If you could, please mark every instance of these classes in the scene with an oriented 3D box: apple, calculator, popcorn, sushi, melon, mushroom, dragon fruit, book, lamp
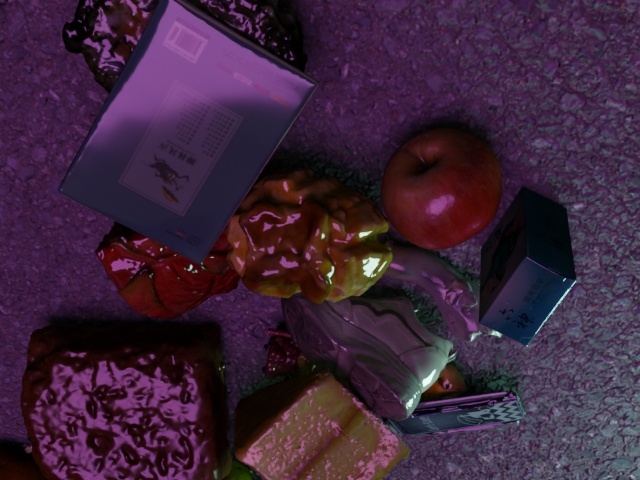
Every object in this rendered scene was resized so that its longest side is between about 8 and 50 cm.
[{"bbox_3d":[0.199,-0.085,1.494,0.210,0.209,0.164,-20,134,19],"label":"apple"},{"bbox_3d":[0.262,0.347,1.800,0.274,0.028,0.165,-10,150,14],"label":"calculator"},{"bbox_3d":[0.000,0.000,1.542,0.265,0.225,0.332,3,168,37],"label":"popcorn"},{"bbox_3d":[-0.191,-0.314,1.435,0.352,0.178,0.294,40,117,-16],"label":"sushi"},{"bbox_3d":[0.190,0.276,1.781,0.160,0.079,0.128,3,146,-16],"label":"melon"},{"bbox_3d":[-0.719,0.590,2.054,0.267,0.254,0.267,-1,93,-23],"label":"mushroom"},{"bbox_3d":[-0.239,-0.032,1.628,0.330,0.302,0.240,-40,75,10],"label":"dragon fruit"},{"bbox_3d":[0.222,0.091,1.660,0.278,0.099,0.096,40,104,-9],"label":"mushroom"},{"bbox_3d":[-0.210,-0.157,1.403,0.264,0.031,0.379,30,116,-14],"label":"book"},{"bbox_3d":[0.014,0.244,1.765,0.253,0.118,0.118,12,121,7],"label":"lamp"}]

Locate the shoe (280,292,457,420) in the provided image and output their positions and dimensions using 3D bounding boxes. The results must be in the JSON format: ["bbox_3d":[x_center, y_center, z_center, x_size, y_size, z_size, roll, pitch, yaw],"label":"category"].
[{"bbox_3d":[0.090,0.162,1.683,0.342,0.211,0.132,39,144,24],"label":"shoe"}]

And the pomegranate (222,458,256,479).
[{"bbox_3d":[-0.218,0.583,1.931,0.198,0.246,0.198,1,141,1],"label":"pomegranate"}]

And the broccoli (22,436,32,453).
[{"bbox_3d":[-0.613,0.455,2.009,0.092,0.097,0.095,-12,93,-3],"label":"broccoli"}]

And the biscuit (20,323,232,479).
[{"bbox_3d":[-0.381,0.341,1.810,0.395,0.166,0.342,-3,107,4],"label":"biscuit"}]

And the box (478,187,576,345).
[{"bbox_3d":[0.339,0.039,1.517,0.092,0.245,0.153,25,120,-5],"label":"box"}]

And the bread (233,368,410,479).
[{"bbox_3d":[-0.028,0.356,1.768,0.245,0.362,0.233,-45,103,0],"label":"bread"}]
